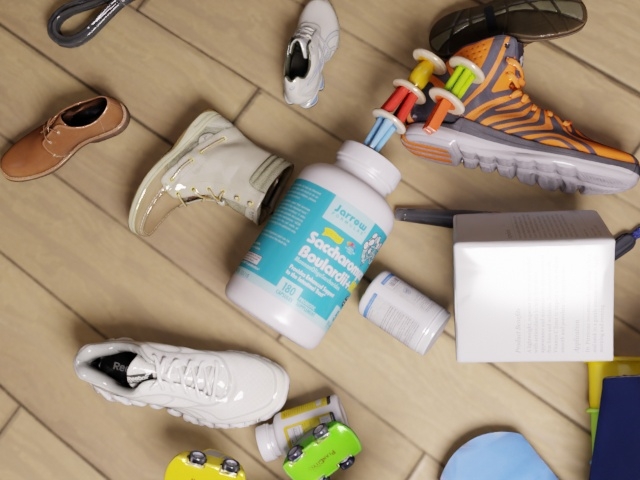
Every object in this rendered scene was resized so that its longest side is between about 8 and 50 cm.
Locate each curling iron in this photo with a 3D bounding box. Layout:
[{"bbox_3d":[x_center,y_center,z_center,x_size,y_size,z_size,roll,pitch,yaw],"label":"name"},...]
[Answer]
[{"bbox_3d":[0.233,-0.012,1.170,0.274,0.035,0.068,13,78,12],"label":"curling iron"}]

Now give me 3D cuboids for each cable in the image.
[{"bbox_3d":[-0.295,-0.395,1.361,0.139,0.072,0.287,42,98,0],"label":"cable"}]

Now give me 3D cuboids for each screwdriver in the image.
[{"bbox_3d":[0.438,-0.024,1.146,0.170,0.025,0.024,-38,73,-1],"label":"screwdriver"}]

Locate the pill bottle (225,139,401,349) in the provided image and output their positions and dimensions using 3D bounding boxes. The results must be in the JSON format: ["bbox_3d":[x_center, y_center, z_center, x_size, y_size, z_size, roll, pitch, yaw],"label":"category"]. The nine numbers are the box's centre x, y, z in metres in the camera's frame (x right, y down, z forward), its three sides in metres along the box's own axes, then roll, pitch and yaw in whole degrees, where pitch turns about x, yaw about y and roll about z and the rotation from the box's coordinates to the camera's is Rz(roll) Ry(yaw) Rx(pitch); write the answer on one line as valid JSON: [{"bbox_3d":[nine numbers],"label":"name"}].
[{"bbox_3d":[0.000,0.000,1.148,0.146,0.146,0.264,31,83,15],"label":"pill bottle"}]

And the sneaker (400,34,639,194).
[{"bbox_3d":[0.278,-0.176,1.159,0.321,0.124,0.180,16,80,13],"label":"sneaker"}]

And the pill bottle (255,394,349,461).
[{"bbox_3d":[-0.023,0.248,1.131,0.116,0.065,0.065,-19,74,4],"label":"pill bottle"}]

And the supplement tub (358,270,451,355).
[{"bbox_3d":[0.110,0.095,1.145,0.107,0.071,0.071,35,84,16],"label":"supplement tub"}]

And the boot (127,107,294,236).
[{"bbox_3d":[-0.156,-0.064,1.228,0.165,0.077,0.213,34,81,14],"label":"boot"}]

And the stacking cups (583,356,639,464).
[{"bbox_3d":[0.373,0.301,1.049,0.096,0.096,0.316,-1,80,9],"label":"stacking cups"}]

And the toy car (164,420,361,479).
[{"bbox_3d":[-0.044,0.300,1.082,0.225,0.053,0.239,-39,102,8],"label":"toy car"}]

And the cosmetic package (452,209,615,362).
[{"bbox_3d":[0.255,0.053,1.064,0.183,0.151,0.151,-1,105,10],"label":"cosmetic package"}]

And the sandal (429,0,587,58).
[{"bbox_3d":[0.266,-0.299,1.232,0.219,0.060,0.090,-14,67,21],"label":"sandal"}]

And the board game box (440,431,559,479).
[{"bbox_3d":[0.232,0.325,1.088,0.133,0.033,0.169,-38,78,-7],"label":"board game box"}]

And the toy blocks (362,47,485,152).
[{"bbox_3d":[0.128,-0.171,1.125,0.123,0.054,0.148,27,81,48],"label":"toy blocks"}]

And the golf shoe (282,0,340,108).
[{"bbox_3d":[-0.015,-0.283,1.256,0.069,0.086,0.176,6,75,13],"label":"golf shoe"}]

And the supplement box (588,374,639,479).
[{"bbox_3d":[0.493,0.274,0.922,0.356,0.195,0.194,14,78,-6],"label":"supplement box"}]

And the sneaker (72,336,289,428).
[{"bbox_3d":[-0.188,0.185,1.149,0.292,0.118,0.110,5,75,9],"label":"sneaker"}]

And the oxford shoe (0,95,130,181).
[{"bbox_3d":[-0.394,-0.160,1.292,0.212,0.076,0.076,-30,75,2],"label":"oxford shoe"}]
